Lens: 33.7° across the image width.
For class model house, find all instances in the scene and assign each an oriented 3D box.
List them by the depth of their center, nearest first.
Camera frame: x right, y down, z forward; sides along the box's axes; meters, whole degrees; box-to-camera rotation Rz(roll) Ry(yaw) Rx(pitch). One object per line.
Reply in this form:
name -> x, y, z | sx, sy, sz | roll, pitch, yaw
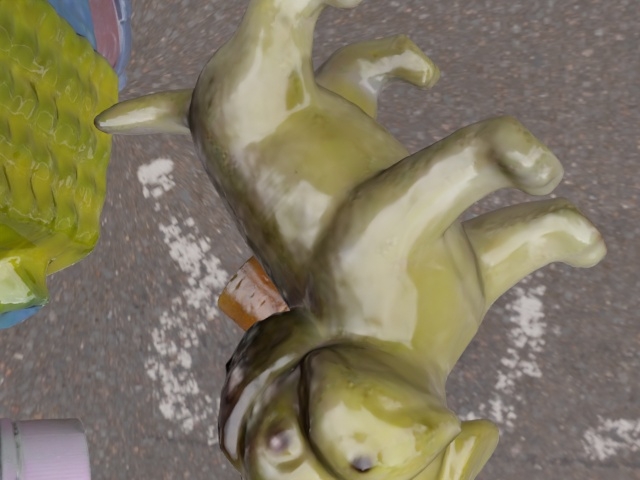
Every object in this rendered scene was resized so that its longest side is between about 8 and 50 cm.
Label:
model house -> -0.237, -0.105, 0.592 | 0.215, 0.237, 0.303 | -25, 76, 6

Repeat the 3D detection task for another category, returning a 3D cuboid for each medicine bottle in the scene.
medicine bottle -> -0.442, 0.325, 1.291 | 0.301, 0.241, 0.241 | -1, 98, -19

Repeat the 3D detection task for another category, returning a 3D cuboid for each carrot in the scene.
carrot -> 0.017, 0.095, 0.803 | 0.209, 0.061, 0.061 | 41, 88, 6

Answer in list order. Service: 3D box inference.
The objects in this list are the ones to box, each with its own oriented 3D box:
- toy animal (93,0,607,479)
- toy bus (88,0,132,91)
toy animal -> 0.016, 0.001, 0.426 | 0.168, 0.121, 0.233 | -30, 67, 12
toy bus -> -0.308, -0.172, 0.846 | 0.294, 0.232, 0.197 | -4, 116, 18
